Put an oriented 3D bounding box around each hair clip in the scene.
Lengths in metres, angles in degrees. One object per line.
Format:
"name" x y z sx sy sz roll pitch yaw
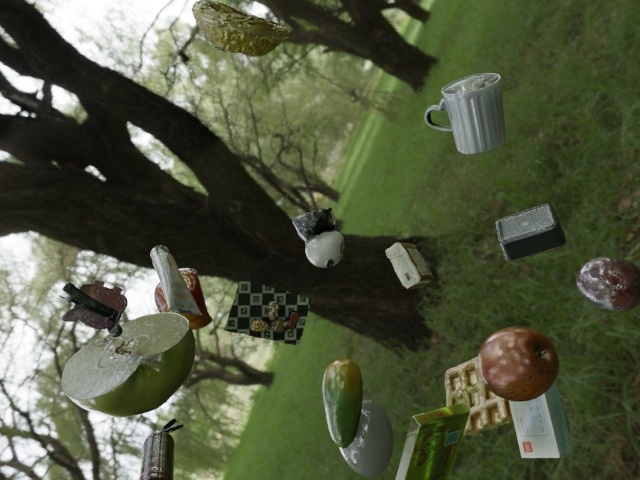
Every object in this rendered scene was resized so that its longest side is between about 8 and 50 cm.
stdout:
"hair clip" -0.614 0.171 1.527 0.056 0.187 0.146 -37 33 41

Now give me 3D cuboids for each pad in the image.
"pad" -0.194 0.117 2.167 0.157 0.112 0.003 -38 35 20

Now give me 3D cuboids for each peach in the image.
"peach" -0.574 0.261 2.389 0.275 0.245 0.249 70 -160 -44

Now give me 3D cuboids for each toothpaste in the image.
"toothpaste" -0.445 0.122 1.687 0.066 0.100 0.323 -61 39 17

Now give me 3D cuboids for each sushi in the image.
"sushi" -0.177 0.265 1.986 0.043 0.279 0.193 -174 102 -75

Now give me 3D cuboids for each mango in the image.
"mango" 0.068 0.458 1.587 0.156 0.114 0.251 -92 -5 -76

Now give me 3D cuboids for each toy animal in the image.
"toy animal" 0.006 -0.006 2.251 0.165 0.235 0.187 -23 -3 -8

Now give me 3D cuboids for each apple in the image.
"apple" 0.505 0.312 1.433 0.174 0.188 0.188 -48 15 48
"apple" -0.557 0.347 1.647 0.360 0.320 0.312 4 78 50

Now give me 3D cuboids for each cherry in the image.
"cherry" 0.763 0.114 1.479 0.176 0.176 0.140 -74 -6 -76

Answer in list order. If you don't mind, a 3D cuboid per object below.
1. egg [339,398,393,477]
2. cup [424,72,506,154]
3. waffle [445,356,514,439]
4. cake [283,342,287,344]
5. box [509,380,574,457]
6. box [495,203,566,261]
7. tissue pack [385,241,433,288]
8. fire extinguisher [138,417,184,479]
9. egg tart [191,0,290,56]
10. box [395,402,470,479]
"egg" 0.140 0.611 1.735 0.176 0.176 0.232 -157 52 -88
"cup" 0.445 -0.378 1.690 0.166 0.221 0.202 -36 -59 -31
"waffle" 0.590 0.539 2.015 0.348 0.077 0.304 -37 29 34
"cake" -0.147 0.419 2.495 0.044 0.084 0.084 -34 19 30
"box" 0.637 0.496 1.653 0.135 0.079 0.270 -30 64 51
"box" 0.679 -0.029 1.832 0.200 0.090 0.145 -19 34 24
"tissue pack" 0.359 0.097 2.245 0.092 0.183 0.226 -37 -16 21
"fire extinguisher" -0.497 0.677 1.778 0.137 0.102 0.344 -25 19 -5
"egg tart" -0.194 -0.505 1.345 0.252 0.232 0.099 -6 -54 -41
"box" 0.307 0.599 1.576 0.043 0.172 0.312 -132 43 -52
